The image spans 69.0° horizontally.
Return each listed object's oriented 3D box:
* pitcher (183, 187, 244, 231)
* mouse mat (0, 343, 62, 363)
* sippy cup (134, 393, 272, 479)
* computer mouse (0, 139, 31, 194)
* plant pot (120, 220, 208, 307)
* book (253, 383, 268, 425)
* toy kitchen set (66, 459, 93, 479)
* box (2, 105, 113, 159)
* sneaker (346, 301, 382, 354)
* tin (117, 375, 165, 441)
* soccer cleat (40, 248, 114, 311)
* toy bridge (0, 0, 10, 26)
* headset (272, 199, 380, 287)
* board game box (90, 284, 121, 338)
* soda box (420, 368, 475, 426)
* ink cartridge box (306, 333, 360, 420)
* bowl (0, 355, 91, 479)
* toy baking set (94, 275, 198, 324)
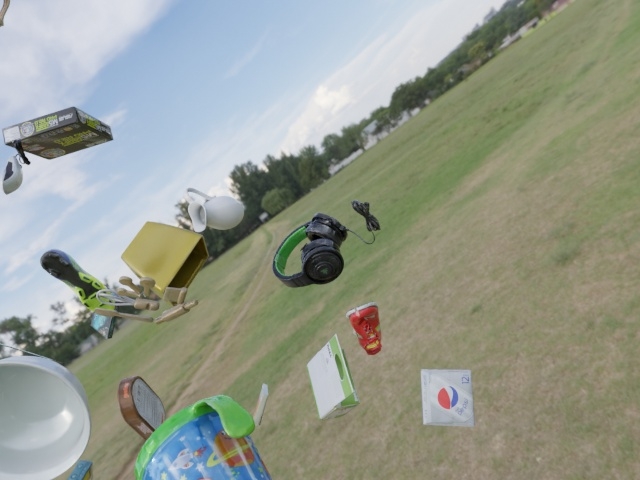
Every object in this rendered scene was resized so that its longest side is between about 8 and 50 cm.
[{"bbox_3d":[-0.393,-0.121,1.713,0.125,0.178,0.207,-35,-13,32],"label":"pitcher"},{"bbox_3d":[-0.971,0.378,1.559,0.152,0.189,0.007,135,154,-65],"label":"mouse mat"},{"bbox_3d":[-0.198,0.467,0.884,0.240,0.306,0.224,-35,45,-22],"label":"sippy cup"},{"bbox_3d":[-0.927,-0.216,1.424,0.042,0.193,0.106,1,-38,-17],"label":"computer mouse"},{"bbox_3d":[-0.504,0.059,1.495,0.212,0.187,0.212,-60,-3,-22],"label":"plant pot"},{"bbox_3d":[-0.257,0.701,1.994,0.096,0.035,0.144,-125,51,-77],"label":"book"},{"bbox_3d":[-0.638,0.718,1.344,0.166,0.207,0.122,-80,-1,-67],"label":"toy kitchen set"},{"bbox_3d":[-0.911,-0.370,1.632,0.270,0.060,0.216,-15,-6,5],"label":"box"},{"bbox_3d":[0.158,0.286,1.482,0.107,0.118,0.279,-22,-34,1],"label":"sneaker"},{"bbox_3d":[-0.407,0.388,1.072,0.040,0.190,0.106,-14,44,0],"label":"tin"},{"bbox_3d":[-0.806,0.134,1.572,0.093,0.289,0.121,-46,15,-5],"label":"soccer cleat"},{"bbox_3d":[-0.831,-0.641,1.190,0.026,0.188,0.063,-6,2,20],"label":"toy bridge"},{"bbox_3d":[0.000,0.000,1.446,0.394,0.185,0.243,-20,40,29],"label":"headset"},{"bbox_3d":[-0.876,0.290,1.899,0.026,0.126,0.186,-1,-68,-56],"label":"board game box"},{"bbox_3d":[0.251,0.314,0.937,0.091,0.098,0.286,-3,-18,13],"label":"soda box"},{"bbox_3d":[0.060,0.428,1.462,0.097,0.189,0.255,1,-36,-27],"label":"ink cartridge box"},{"bbox_3d":[-0.641,0.368,1.017,0.298,0.298,0.134,-38,19,0],"label":"bowl"},{"bbox_3d":[-0.435,0.150,1.155,0.256,0.196,0.030,-30,41,32],"label":"toy baking set"}]
